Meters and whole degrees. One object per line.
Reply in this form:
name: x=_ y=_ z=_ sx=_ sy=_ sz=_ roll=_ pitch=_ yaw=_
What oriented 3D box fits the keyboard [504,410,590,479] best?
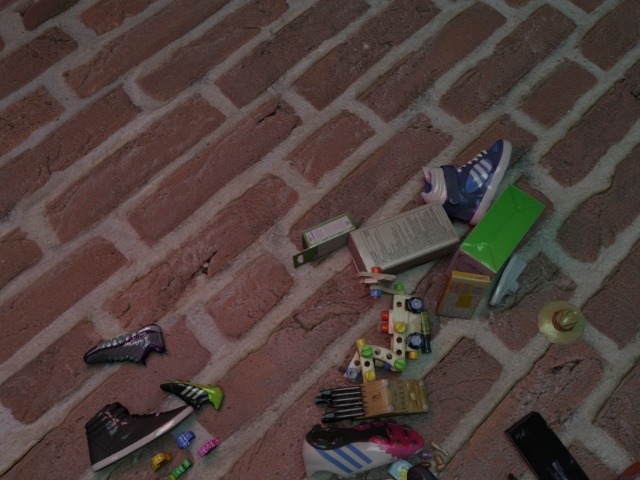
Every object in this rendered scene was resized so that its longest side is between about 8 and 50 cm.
keyboard: x=0.603 y=0.640 z=1.491 sx=0.201 sy=0.033 sz=0.317 roll=-28 pitch=70 yaw=-19

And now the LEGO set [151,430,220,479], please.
LEGO set: x=-0.384 y=0.575 z=1.467 sx=0.227 sy=0.093 sz=0.087 roll=-40 pitch=74 yaw=-15

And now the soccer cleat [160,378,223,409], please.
soccer cleat: x=-0.359 y=0.427 z=1.548 sx=0.178 sy=0.060 sz=0.072 roll=9 pitch=69 yaw=0

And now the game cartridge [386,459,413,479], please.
game cartridge: x=0.224 y=0.618 z=1.493 sx=0.083 sy=0.017 sz=0.056 roll=35 pitch=77 yaw=20

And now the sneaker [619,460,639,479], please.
sneaker: x=0.798 y=0.712 z=1.397 sx=0.321 sy=0.124 sz=0.180 roll=-30 pitch=72 yaw=-23

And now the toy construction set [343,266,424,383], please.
toy construction set: x=0.180 y=0.238 z=1.573 sx=0.215 sy=0.151 sz=0.328 roll=3 pitch=90 yaw=1

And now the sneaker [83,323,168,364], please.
sneaker: x=-0.548 y=0.319 z=1.579 sx=0.223 sy=0.083 sz=0.098 roll=-22 pitch=75 yaw=-10

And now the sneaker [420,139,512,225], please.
sneaker: x=0.450 y=-0.224 z=1.788 sx=0.236 sy=0.130 sz=0.323 roll=25 pitch=75 yaw=5

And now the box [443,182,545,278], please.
box: x=0.499 y=0.003 z=1.642 sx=0.126 sy=0.231 sz=0.262 roll=37 pitch=71 yaw=15

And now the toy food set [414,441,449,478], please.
toy food set: x=0.290 y=0.608 z=1.507 sx=0.078 sy=0.019 sz=0.122 roll=35 pitch=79 yaw=13

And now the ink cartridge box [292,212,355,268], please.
ink cartridge box: x=0.000 y=0.000 z=1.701 sx=0.209 sy=0.109 sz=0.062 roll=-25 pitch=70 yaw=-10

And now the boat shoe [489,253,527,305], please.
boat shoe: x=0.567 y=0.128 z=1.688 sx=0.063 sy=0.066 sz=0.184 roll=30 pitch=61 yaw=12

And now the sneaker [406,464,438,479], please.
sneaker: x=0.346 y=0.701 z=1.431 sx=0.131 sy=0.112 sz=0.319 roll=-24 pitch=76 yaw=-34

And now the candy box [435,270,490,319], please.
candy box: x=0.401 y=0.159 z=1.592 sx=0.105 sy=0.206 sz=0.027 roll=10 pitch=53 yaw=3

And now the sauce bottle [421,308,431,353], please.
sauce bottle: x=0.302 y=0.264 z=1.634 sx=0.042 sy=0.042 sz=0.128 roll=-7 pitch=68 yaw=-4

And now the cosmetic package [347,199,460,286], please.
cosmetic package: x=0.245 y=0.009 z=1.691 sx=0.296 sy=0.129 sz=0.153 roll=-19 pitch=70 yaw=-9

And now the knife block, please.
knife block: x=0.128 y=0.446 z=1.546 sx=0.275 sy=0.242 sz=0.088 roll=15 pitch=60 yaw=-44

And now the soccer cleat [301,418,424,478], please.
soccer cleat: x=0.108 y=0.560 z=1.487 sx=0.331 sy=0.116 sz=0.143 roll=5 pitch=109 yaw=-14

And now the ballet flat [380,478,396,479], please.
ballet flat: x=0.040 y=0.700 z=1.404 sx=0.400 sy=0.139 sz=0.139 roll=-17 pitch=69 yaw=-8

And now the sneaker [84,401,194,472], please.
sneaker: x=-0.495 y=0.479 z=1.497 sx=0.295 sy=0.104 sz=0.147 roll=-28 pitch=76 yaw=-7

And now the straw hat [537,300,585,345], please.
straw hat: x=0.718 y=0.232 z=1.644 sx=0.144 sy=0.061 sz=0.144 roll=1 pitch=68 yaw=-1
